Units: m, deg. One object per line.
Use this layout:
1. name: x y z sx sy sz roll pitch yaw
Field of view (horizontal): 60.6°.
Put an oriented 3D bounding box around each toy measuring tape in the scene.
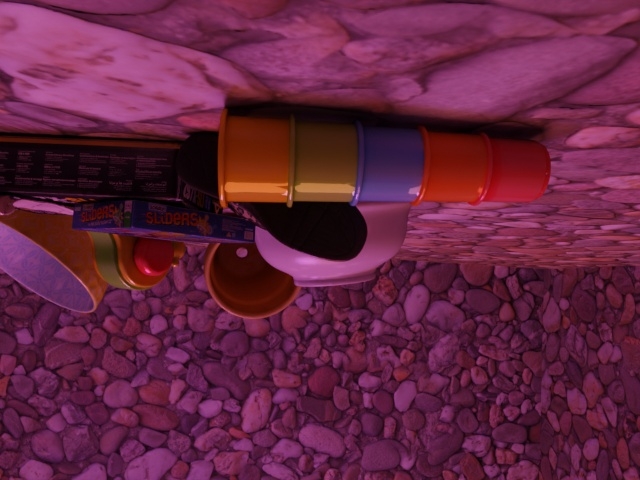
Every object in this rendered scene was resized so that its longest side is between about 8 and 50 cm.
1. toy measuring tape: -0.317 0.015 0.791 0.122 0.121 0.330 1 175 28

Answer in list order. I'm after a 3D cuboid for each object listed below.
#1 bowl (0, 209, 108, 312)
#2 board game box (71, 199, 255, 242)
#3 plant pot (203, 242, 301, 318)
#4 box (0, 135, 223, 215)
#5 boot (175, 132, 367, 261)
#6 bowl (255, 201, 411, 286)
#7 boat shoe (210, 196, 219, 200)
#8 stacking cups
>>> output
1. bowl: -0.518 -0.005 1.073 0.290 0.156 0.289 20 145 15
2. board game box: -0.207 -0.021 0.746 0.136 0.035 0.201 0 175 37
3. plant pot: -0.191 0.054 1.467 0.254 0.253 0.239 5 -170 -18
4. box: -0.320 -0.080 0.782 0.323 0.079 0.257 3 174 2
5. boot: -0.040 -0.049 0.672 0.237 0.085 0.179 27 -177 12
6. bowl: 0.019 0.005 0.946 0.298 0.133 0.298 -4 -179 0
7. boat shoe: -0.130 -0.081 0.824 0.050 0.045 0.135 -1 178 9
8. stacking cups: 0.063 -0.069 0.531 0.317 0.095 0.096 3 175 -4
